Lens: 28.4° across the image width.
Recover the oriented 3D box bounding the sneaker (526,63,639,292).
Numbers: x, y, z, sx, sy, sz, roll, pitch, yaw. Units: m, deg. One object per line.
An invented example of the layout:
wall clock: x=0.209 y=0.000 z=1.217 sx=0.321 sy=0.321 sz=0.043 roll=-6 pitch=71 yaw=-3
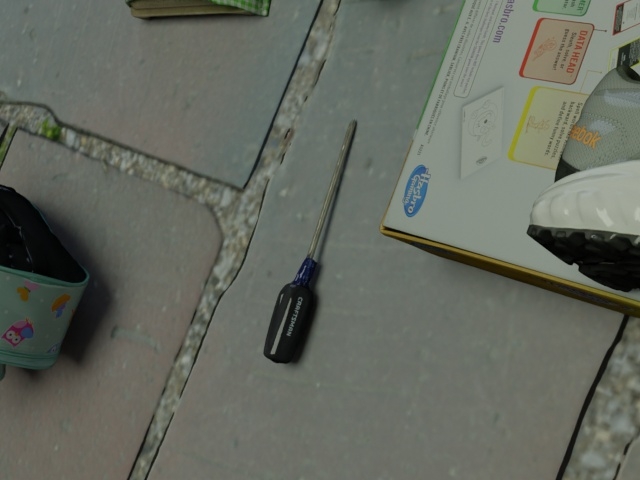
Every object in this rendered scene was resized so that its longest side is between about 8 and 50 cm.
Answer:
sneaker: x=0.206 y=-0.031 z=0.496 sx=0.271 sy=0.100 sz=0.108 roll=6 pitch=74 yaw=44

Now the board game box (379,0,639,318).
board game box: x=0.198 y=-0.074 z=0.632 sx=0.316 sy=0.064 sz=0.242 roll=19 pitch=88 yaw=45

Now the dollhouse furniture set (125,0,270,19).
dollhouse furniture set: x=-0.071 y=-0.279 z=0.898 sx=0.301 sy=0.151 sz=0.197 roll=7 pitch=79 yaw=44

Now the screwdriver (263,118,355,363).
screwdriver: x=0.000 y=0.000 z=0.824 sx=0.025 sy=0.024 sz=0.170 roll=20 pitch=80 yaw=16

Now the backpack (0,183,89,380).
backpack: x=-0.272 y=0.029 z=0.956 sx=0.188 sy=0.166 sz=0.144 roll=27 pitch=94 yaw=48
